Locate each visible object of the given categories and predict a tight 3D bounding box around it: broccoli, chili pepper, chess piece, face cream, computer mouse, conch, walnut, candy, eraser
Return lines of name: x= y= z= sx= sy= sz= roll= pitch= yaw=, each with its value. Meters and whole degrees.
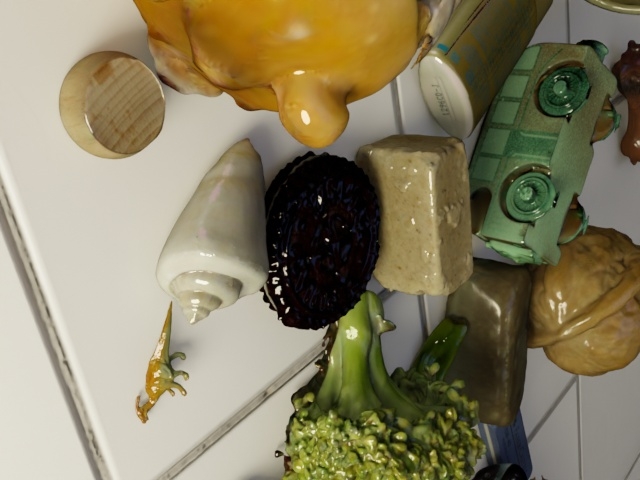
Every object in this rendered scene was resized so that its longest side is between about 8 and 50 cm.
broccoli: x=0.084 y=0.198 z=0.867 sx=0.242 sy=0.180 sz=0.273 roll=12 pitch=90 yaw=-51
chili pepper: x=0.140 y=0.196 z=1.040 sx=0.050 sy=0.051 sz=0.202 roll=83 pitch=30 yaw=-69
chess piece: x=-0.161 y=-0.105 z=0.605 sx=0.083 sy=0.038 sz=0.084 roll=-16 pitch=112 yaw=-46
face cream: x=0.225 y=-0.276 z=1.015 sx=0.285 sy=0.067 sz=0.139 roll=-54 pitch=137 yaw=-26
computer mouse: x=0.258 y=0.433 z=1.207 sx=0.137 sy=0.096 sz=0.233 roll=-43 pitch=143 yaw=-36
conch: x=-0.091 y=-0.005 z=0.702 sx=0.104 sy=0.094 sz=0.176 roll=31 pitch=45 yaw=-38
walnut: x=0.423 y=0.095 z=1.231 sx=0.257 sy=0.257 sz=0.225 roll=-34 pitch=91 yaw=-42
candy: x=0.237 y=0.142 z=1.107 sx=0.102 sy=0.104 sz=0.234 roll=-23 pitch=117 yaw=-52
eraser: x=0.307 y=0.338 z=1.294 sx=0.082 sy=0.036 sz=0.225 roll=-45 pitch=131 yaw=-33

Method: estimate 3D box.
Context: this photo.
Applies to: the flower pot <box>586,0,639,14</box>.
flower pot: x=0.480 y=-0.496 z=1.114 sx=0.244 sy=0.307 sz=0.308 roll=-56 pitch=139 yaw=-50

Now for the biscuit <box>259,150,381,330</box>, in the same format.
biscuit: x=0.000 y=0.000 z=0.816 sx=0.194 sy=0.053 sz=0.195 roll=-17 pitch=112 yaw=-49

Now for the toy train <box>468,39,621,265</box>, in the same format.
toy train: x=0.305 y=-0.126 z=1.083 sx=0.129 sy=0.159 sz=0.327 roll=25 pitch=83 yaw=-48

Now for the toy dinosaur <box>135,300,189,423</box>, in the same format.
toy dinosaur: x=-0.136 y=0.111 z=0.696 sx=0.041 sy=0.026 sz=0.113 roll=17 pitch=95 yaw=-35

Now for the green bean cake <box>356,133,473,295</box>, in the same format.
green bean cake: x=0.111 y=-0.030 z=0.902 sx=0.085 sy=0.109 sz=0.179 roll=-28 pitch=121 yaw=-44

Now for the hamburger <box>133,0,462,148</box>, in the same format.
hamburger: x=-0.027 y=-0.206 z=0.572 sx=0.276 sy=0.276 sz=0.237 roll=47 pitch=64 yaw=-46

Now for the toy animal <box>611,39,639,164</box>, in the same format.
toy animal: x=0.624 y=-0.251 z=1.510 sx=0.157 sy=0.097 sz=0.313 roll=-33 pitch=127 yaw=-27

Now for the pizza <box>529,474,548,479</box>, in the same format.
pizza: x=0.375 y=0.531 z=1.365 sx=0.335 sy=0.086 sz=0.226 roll=-10 pitch=114 yaw=-55
